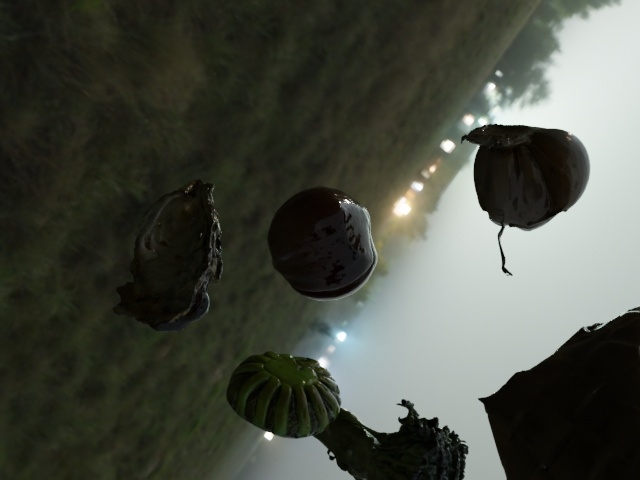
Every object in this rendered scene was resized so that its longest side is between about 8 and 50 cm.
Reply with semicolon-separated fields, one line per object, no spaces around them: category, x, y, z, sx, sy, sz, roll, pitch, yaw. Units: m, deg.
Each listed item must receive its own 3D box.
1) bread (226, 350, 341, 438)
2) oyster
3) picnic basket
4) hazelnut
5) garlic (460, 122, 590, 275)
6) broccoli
bread;-0.042;0.183;1.084;0.130;0.139;0.071;-52;161;-61
oyster;-0.087;0.004;0.580;0.029;0.086;0.132;56;48;-39
picnic basket;0.333;0.200;0.676;0.293;0.337;0.337;1;130;-52
hazelnut;0.000;0.000;1.440;0.178;0.178;0.204;-53;152;-9
garlic;0.290;-0.087;1.365;0.257;0.207;0.207;-55;177;-26
broccoli;0.073;0.303;1.296;0.165;0.304;0.145;-56;137;-14
